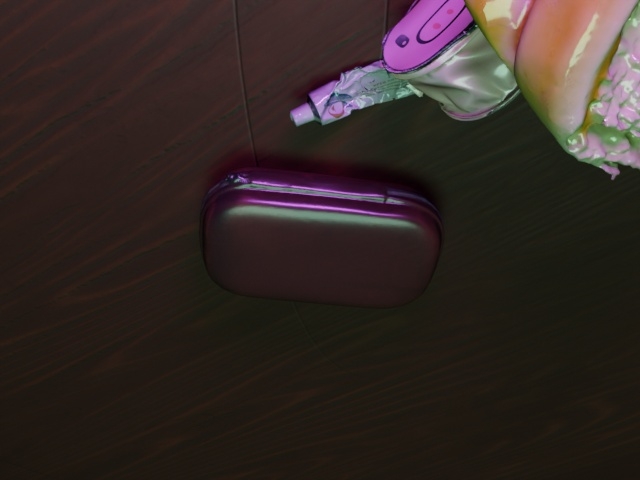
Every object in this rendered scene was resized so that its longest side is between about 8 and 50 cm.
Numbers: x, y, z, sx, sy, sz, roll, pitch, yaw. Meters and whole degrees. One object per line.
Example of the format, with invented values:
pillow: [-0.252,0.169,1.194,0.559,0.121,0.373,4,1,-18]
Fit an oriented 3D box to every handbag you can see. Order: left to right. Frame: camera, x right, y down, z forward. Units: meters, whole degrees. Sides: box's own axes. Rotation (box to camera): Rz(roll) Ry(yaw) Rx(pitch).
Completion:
handbag: [0.191,-0.263,1.142,0.116,0.179,0.205,35,100,-33]

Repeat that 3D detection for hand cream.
hand cream: [0.077,-0.220,1.287,0.256,0.050,0.084,-19,133,10]

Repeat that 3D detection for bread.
bread: [0.377,-0.243,1.016,0.423,0.245,0.329,-10,111,-33]

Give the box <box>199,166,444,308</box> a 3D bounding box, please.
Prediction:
box: [0.000,0.000,1.471,0.403,0.108,0.263,7,135,-3]
